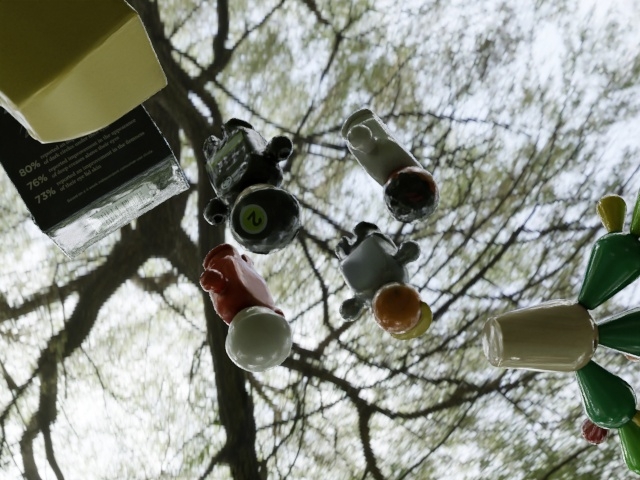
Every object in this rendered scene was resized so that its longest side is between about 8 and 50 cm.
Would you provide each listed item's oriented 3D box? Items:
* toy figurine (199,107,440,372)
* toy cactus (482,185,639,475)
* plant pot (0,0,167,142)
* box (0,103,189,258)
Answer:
[{"bbox_3d":[0.000,0.000,0.917,0.210,0.213,0.148,-6,-143,-17],"label":"toy figurine"},{"bbox_3d":[0.198,0.056,0.716,0.181,0.219,0.112,-2,-157,-16],"label":"toy cactus"},{"bbox_3d":[-0.153,-0.106,0.600,0.083,0.081,0.081,-44,-109,-12],"label":"plant pot"},{"bbox_3d":[-0.257,-0.112,1.072,0.153,0.108,0.207,-31,-104,-7],"label":"box"}]
